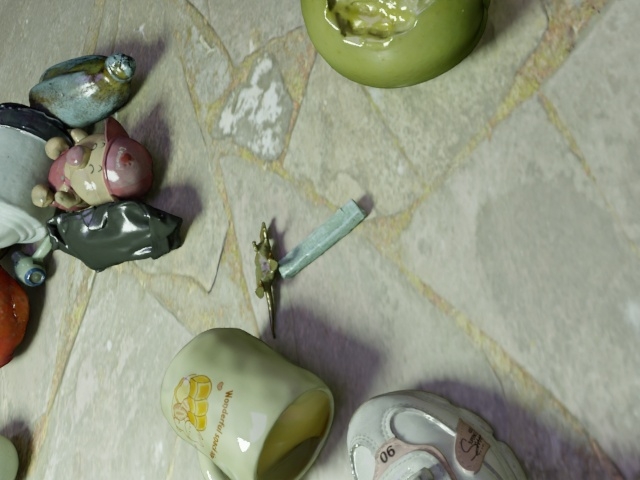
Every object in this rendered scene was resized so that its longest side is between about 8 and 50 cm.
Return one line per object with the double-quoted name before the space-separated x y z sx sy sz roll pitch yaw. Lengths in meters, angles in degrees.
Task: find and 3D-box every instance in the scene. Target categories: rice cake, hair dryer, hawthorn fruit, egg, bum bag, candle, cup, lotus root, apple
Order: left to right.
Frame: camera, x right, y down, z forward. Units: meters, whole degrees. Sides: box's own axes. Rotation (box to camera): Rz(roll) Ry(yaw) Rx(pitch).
"hawthorn fruit" -0.802 0.156 1.140 0.276 0.308 0.275 -8 74 29
"egg" -0.705 0.474 1.077 0.209 0.151 0.151 -43 57 20
"candle" -0.689 -0.118 1.178 0.222 0.221 0.342 -11 58 30
"hair dryer" -0.663 0.008 1.259 0.167 0.067 0.199 5 68 40
"lotus root" -0.524 -0.340 1.222 0.323 0.140 0.158 -6 48 27
"bum bag" -0.397 -0.010 1.050 0.327 0.142 0.079 -8 37 27
"cup" -0.102 0.260 0.774 0.202 0.255 0.173 23 47 34
"rice cake" 0.000 -0.001 0.839 0.171 0.029 0.033 -40 53 17
"apple" 0.107 -0.345 0.745 0.279 0.279 0.278 -10 70 30

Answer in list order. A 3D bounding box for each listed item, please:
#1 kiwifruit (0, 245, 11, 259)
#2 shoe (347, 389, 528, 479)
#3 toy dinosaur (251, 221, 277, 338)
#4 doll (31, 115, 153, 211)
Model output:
"kiwifruit" -0.851 -0.033 1.305 0.196 0.196 0.233 12 89 35
"shoe" 0.144 0.295 0.551 0.351 0.198 0.171 39 97 34
"toy dinosaur" -0.088 0.060 0.880 0.039 0.126 0.161 -5 112 -5
"doll" -0.464 -0.147 1.104 0.256 0.152 0.196 -5 99 25
